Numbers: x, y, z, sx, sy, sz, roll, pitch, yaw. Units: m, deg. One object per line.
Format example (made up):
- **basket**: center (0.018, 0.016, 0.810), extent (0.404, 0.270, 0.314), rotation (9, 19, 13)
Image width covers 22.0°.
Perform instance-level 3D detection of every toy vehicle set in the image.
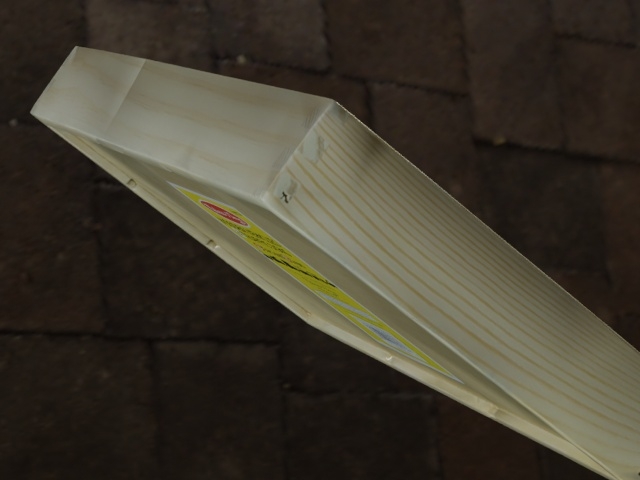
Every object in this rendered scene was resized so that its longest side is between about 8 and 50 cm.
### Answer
- **toy vehicle set**: center (0.000, 0.000, 0.602), extent (0.166, 0.267, 0.035), rotation (38, 83, -25)
